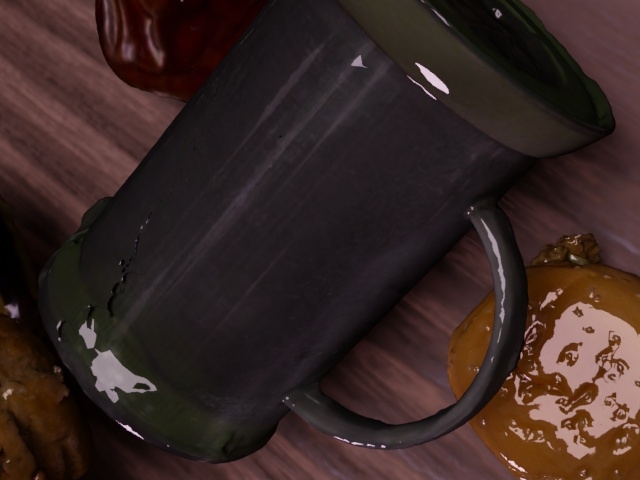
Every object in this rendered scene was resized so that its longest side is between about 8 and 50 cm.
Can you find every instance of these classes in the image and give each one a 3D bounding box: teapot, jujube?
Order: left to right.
[{"bbox_3d":[-0.057,-0.234,0.724,0.197,0.197,0.290,24,109,25],"label":"jujube"},{"bbox_3d":[0.000,0.000,0.651,0.337,0.200,0.270,-47,70,24],"label":"teapot"}]

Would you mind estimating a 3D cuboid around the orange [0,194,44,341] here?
[{"bbox_3d":[-0.348,0.118,0.792,0.210,0.271,0.368,170,104,-65],"label":"orange"}]

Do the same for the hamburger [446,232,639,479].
[{"bbox_3d":[0.153,0.080,0.653,0.138,0.083,0.147,-41,73,12],"label":"hamburger"}]

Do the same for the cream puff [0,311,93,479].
[{"bbox_3d":[-0.215,0.115,0.660,0.150,0.115,0.165,13,133,31],"label":"cream puff"}]
